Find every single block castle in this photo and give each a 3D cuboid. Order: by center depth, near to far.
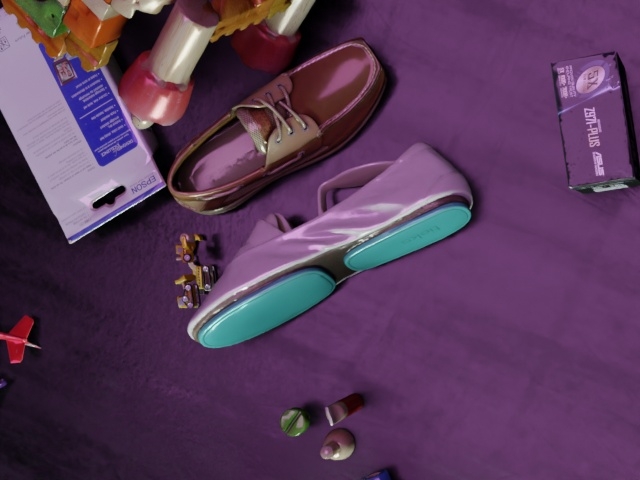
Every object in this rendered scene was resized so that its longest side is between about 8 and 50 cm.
[{"bbox_3d":[-0.246,-0.363,1.706,0.453,0.303,0.213,46,133,10],"label":"block castle"}]

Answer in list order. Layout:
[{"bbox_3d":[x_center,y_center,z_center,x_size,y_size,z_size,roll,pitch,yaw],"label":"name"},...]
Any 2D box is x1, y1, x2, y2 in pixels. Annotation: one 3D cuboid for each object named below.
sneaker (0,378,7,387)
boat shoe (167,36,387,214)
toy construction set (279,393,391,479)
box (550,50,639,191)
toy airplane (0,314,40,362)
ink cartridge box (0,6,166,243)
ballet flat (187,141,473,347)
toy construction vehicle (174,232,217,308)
[{"bbox_3d":[-0.542,0.165,1.912,0.223,0.083,0.098,39,75,9],"label":"sneaker"},{"bbox_3d":[-0.059,-0.138,1.754,0.324,0.120,0.123,-37,82,12],"label":"boat shoe"},{"bbox_3d":[-0.012,0.350,1.680,0.257,0.237,0.309,5,91,14],"label":"toy construction set"},{"bbox_3d":[0.329,-0.135,1.623,0.077,0.180,0.147,-9,87,16],"label":"box"},{"bbox_3d":[-0.459,0.128,1.881,0.151,0.028,0.151,3,69,-7],"label":"toy airplane"},{"bbox_3d":[-0.337,-0.176,1.854,0.165,0.065,0.333,-29,82,12],"label":"ink cartridge box"},{"bbox_3d":[0.000,0.000,1.748,0.400,0.139,0.139,-28,83,8],"label":"ballet flat"},{"bbox_3d":[-0.170,0.040,1.800,0.035,0.086,0.098,-8,89,20],"label":"toy construction vehicle"}]
